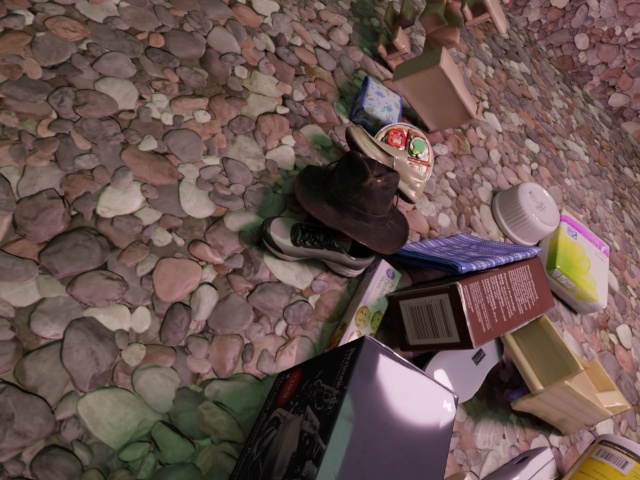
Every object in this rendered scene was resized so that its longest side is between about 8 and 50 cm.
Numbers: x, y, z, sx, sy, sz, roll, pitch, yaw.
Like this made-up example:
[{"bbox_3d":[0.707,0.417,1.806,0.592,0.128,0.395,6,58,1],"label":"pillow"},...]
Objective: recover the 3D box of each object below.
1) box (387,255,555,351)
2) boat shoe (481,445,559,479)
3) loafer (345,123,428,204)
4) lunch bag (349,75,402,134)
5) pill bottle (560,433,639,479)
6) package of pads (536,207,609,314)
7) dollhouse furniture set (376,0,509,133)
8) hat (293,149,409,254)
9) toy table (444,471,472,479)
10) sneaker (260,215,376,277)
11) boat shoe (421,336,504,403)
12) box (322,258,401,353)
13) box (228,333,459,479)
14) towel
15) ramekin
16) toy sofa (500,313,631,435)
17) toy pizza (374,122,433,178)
[{"bbox_3d":[0.358,0.140,0.976,0.381,0.191,0.143,-6,81,-41],"label":"box"},{"bbox_3d":[0.445,0.534,0.921,0.258,0.095,0.084,-7,65,-32],"label":"boat shoe"},{"bbox_3d":[0.175,-0.211,1.106,0.268,0.102,0.092,44,87,-9],"label":"loafer"},{"bbox_3d":[0.169,-0.399,1.243,0.129,0.096,0.151,25,66,-18],"label":"lunch bag"},{"bbox_3d":[0.576,0.587,0.874,0.334,0.188,0.188,-36,87,-17],"label":"pill bottle"},{"bbox_3d":[0.833,0.070,1.391,0.229,0.101,0.296,38,53,-7],"label":"package of pads"},{"bbox_3d":[0.391,-0.585,1.324,0.256,0.362,0.394,35,61,-40],"label":"dollhouse furniture set"},{"bbox_3d":[0.104,-0.123,0.973,0.331,0.134,0.331,23,32,-15],"label":"hat"},{"bbox_3d":[0.139,0.485,0.719,0.252,0.161,0.274,49,53,-4],"label":"toy table"},{"bbox_3d":[0.000,0.000,0.929,0.272,0.108,0.100,17,61,-21],"label":"sneaker"},{"bbox_3d":[0.302,0.286,0.961,0.306,0.105,0.113,-24,75,-44],"label":"boat shoe"},{"bbox_3d":[0.083,0.178,0.911,0.067,0.063,0.324,41,52,-9],"label":"box"},{"bbox_3d":[-0.001,0.355,0.612,0.179,0.312,0.343,35,52,-11],"label":"box"},{"bbox_3d":[0.352,0.022,1.056,0.336,0.243,0.040,-8,104,-35],"label":"towel"},{"bbox_3d":[0.675,-0.093,1.376,0.207,0.109,0.207,13,60,-24],"label":"ramekin"},{"bbox_3d":[0.580,0.340,1.035,0.363,0.177,0.150,32,29,-33],"label":"toy sofa"},{"bbox_3d":[0.233,-0.232,1.181,0.201,0.032,0.201,0,89,-18],"label":"toy pizza"}]
